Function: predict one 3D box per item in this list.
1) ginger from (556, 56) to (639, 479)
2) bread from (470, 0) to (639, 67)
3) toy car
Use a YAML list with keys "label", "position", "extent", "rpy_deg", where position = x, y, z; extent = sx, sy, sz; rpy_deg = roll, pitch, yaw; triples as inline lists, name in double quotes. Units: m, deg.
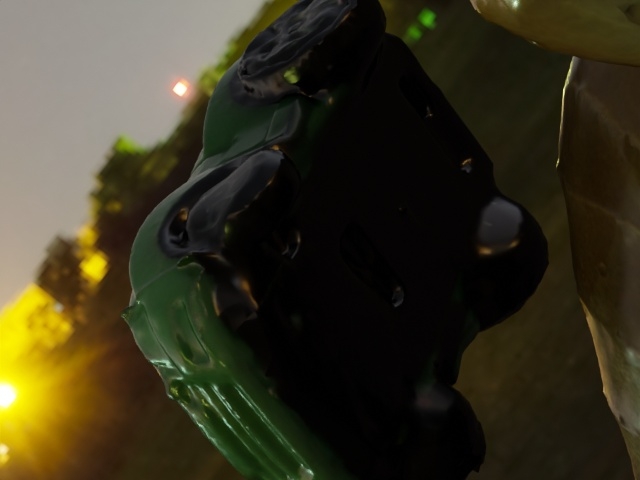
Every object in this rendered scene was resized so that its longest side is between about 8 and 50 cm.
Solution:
- label: "ginger"
  position: [0.216, 0.042, 0.864]
  extent: [0.166, 0.375, 0.236]
  rpy_deg: [-31, 15, -20]
- label: "bread"
  position: [0.087, -0.150, 0.450]
  extent: [0.198, 0.236, 0.120]
  rpy_deg: [2, -31, -29]
- label: "toy car"
  position: [0.000, 0.000, 1.028]
  extent: [0.176, 0.213, 0.358]
  rpy_deg: [-23, 27, 35]
